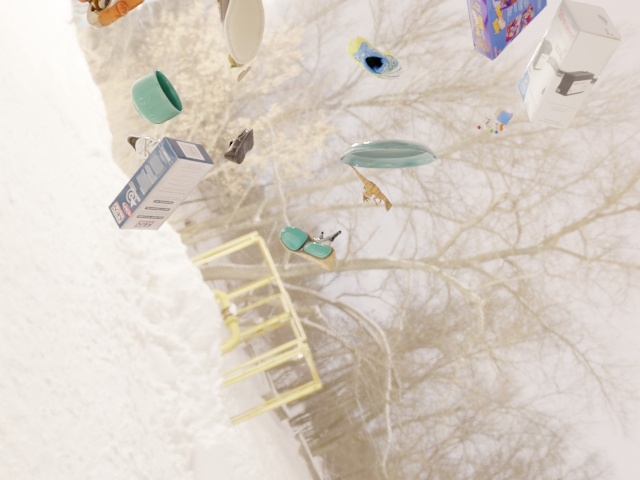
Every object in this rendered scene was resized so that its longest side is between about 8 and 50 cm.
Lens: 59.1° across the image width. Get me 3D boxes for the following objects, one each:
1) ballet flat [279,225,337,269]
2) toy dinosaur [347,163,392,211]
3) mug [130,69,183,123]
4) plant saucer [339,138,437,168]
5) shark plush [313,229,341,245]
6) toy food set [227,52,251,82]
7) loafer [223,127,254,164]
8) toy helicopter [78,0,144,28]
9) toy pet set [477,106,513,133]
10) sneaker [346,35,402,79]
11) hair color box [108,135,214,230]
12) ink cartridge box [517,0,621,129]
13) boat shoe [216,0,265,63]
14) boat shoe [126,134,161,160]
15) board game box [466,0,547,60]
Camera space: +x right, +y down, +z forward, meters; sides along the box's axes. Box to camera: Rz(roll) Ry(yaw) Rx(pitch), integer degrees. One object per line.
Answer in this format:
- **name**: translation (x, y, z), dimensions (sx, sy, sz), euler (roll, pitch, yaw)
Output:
- **ballet flat**: translation (-0.037, 0.029, 1.650), dimensions (0.232, 0.080, 0.073), euler (30, -23, 45)
- **toy dinosaur**: translation (0.168, -0.186, 1.936), dimensions (0.211, 0.064, 0.112), euler (44, -23, 0)
- **mug**: translation (-0.444, -0.377, 1.537), dimensions (0.129, 0.097, 0.158), euler (67, 8, 21)
- **plant saucer**: translation (0.222, -0.285, 1.861), dimensions (0.317, 0.318, 0.043), euler (159, -68, -83)
- **shark plush**: translation (0.000, 0.000, 1.866), dimensions (0.161, 0.073, 0.067), euler (-37, -129, 48)
- **toy food set**: translation (-0.282, -0.656, 1.937), dimensions (0.132, 0.039, 0.192), euler (-65, 163, -48)
- **loafer**: translation (-0.313, -0.372, 2.173), dimensions (0.220, 0.078, 0.080), euler (-70, 165, -52)
- **toy helicopter**: translation (-0.668, -0.856, 1.909), dimensions (0.140, 0.355, 0.235), euler (30, 28, -50)
- **toy pet set**: translation (0.675, -0.438, 2.126), dimensions (0.114, 0.122, 0.065), euler (-58, -134, 35)
- **sneaker**: translation (0.185, -0.542, 1.763), dimensions (0.091, 0.240, 0.126), euler (-52, -134, 28)
- **hair color box**: translation (-0.532, -0.181, 1.881), dimensions (0.105, 0.347, 0.174), euler (55, 25, 20)
- **ink cartridge box**: translation (0.742, -0.532, 1.714), dimensions (0.307, 0.129, 0.223), euler (106, -7, -45)
- **boat shoe**: translation (-0.222, -0.639, 1.493), dimensions (0.097, 0.117, 0.324), euler (35, -45, 46)
- **boat shoe**: translation (-0.618, -0.325, 2.023), dimensions (0.277, 0.098, 0.096), euler (22, -1, 45)
- **board game box**: translation (0.513, -0.691, 1.544), dimensions (0.078, 0.233, 0.347), euler (45, 1, 27)
